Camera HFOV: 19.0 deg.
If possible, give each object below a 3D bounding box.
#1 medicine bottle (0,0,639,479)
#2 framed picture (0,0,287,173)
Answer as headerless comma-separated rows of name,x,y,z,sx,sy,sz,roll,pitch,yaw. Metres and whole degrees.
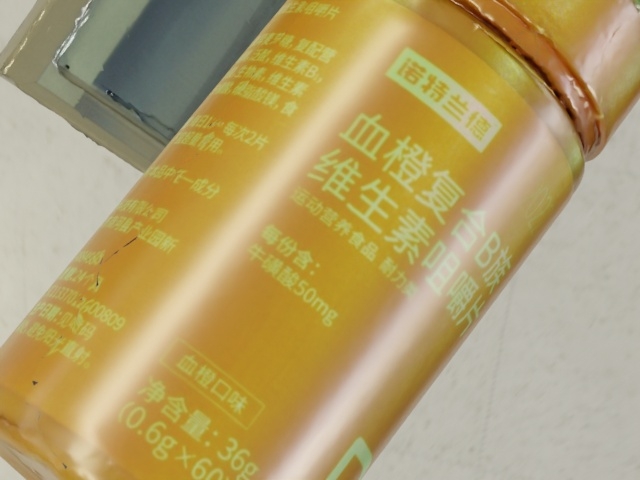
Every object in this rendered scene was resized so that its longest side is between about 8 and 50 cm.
medicine bottle,0.000,0.000,0.509,0.096,0.096,0.192,38,76,6
framed picture,0.064,-0.192,1.117,0.326,0.028,0.446,34,87,-25
